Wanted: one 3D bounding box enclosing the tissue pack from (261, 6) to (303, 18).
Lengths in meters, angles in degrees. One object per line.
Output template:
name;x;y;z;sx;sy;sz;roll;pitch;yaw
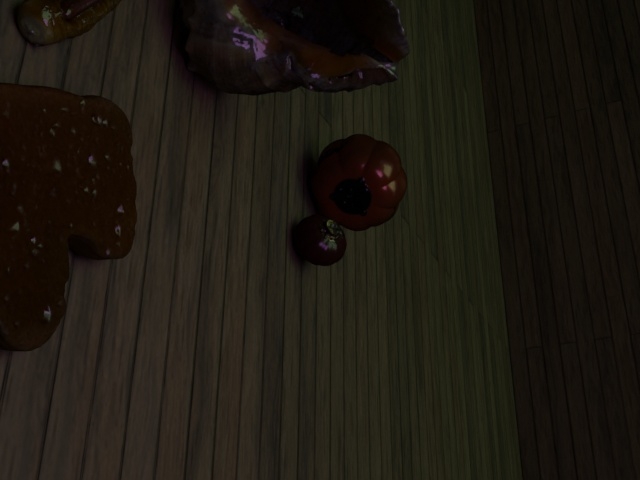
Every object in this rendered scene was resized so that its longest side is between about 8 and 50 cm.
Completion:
tissue pack;-0.067;-0.482;1.433;0.263;0.146;0.198;-13;90;-68

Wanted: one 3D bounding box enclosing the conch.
conch;-0.041;-0.353;1.183;0.297;0.352;0.210;100;-6;-54

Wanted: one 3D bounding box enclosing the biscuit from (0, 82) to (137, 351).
biscuit;-0.284;-0.030;0.836;0.277;0.052;0.262;-18;100;-68

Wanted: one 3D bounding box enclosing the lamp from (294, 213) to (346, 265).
lamp;0.000;0.000;1.434;0.101;0.090;0.101;22;45;-24

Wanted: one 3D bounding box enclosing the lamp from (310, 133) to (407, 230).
lamp;0.077;-0.116;1.549;0.164;0.187;0.188;-62;136;-62

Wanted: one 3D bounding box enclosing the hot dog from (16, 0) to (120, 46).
hot dog;-0.287;-0.288;0.957;0.216;0.047;0.066;-64;139;-56
